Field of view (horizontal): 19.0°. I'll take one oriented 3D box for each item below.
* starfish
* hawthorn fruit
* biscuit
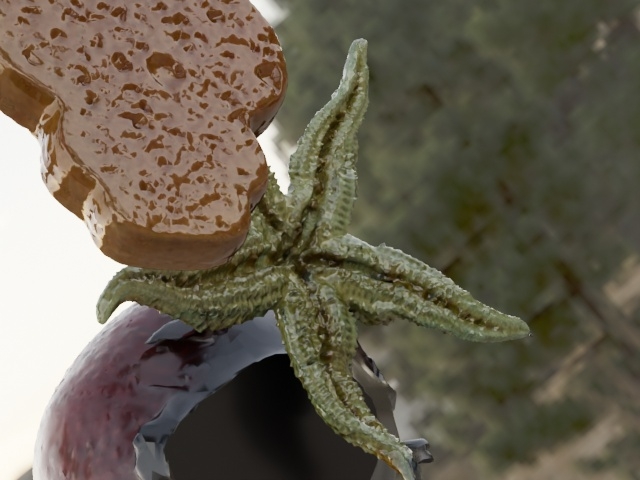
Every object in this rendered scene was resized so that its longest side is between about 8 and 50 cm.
[{"bbox_3d":[-0.001,0.000,1.379,0.078,0.347,0.358,-48,13,46],"label":"starfish"},{"bbox_3d":[-0.082,0.169,1.490,0.316,0.316,0.316,-40,-6,-5],"label":"hawthorn fruit"},{"bbox_3d":[-0.119,-0.130,1.111,0.202,0.334,0.047,2,-32,-32],"label":"biscuit"}]
